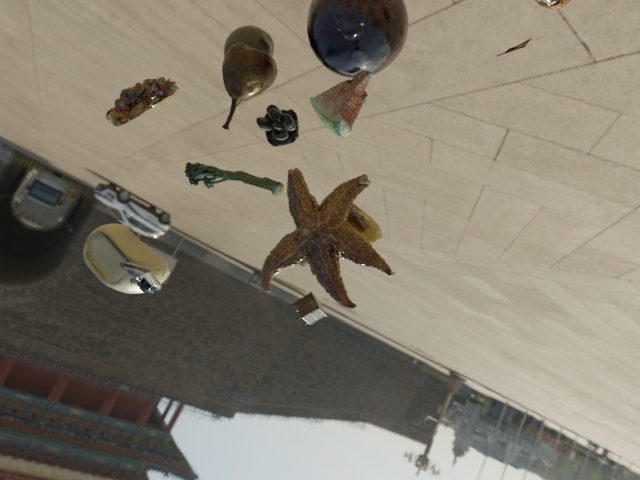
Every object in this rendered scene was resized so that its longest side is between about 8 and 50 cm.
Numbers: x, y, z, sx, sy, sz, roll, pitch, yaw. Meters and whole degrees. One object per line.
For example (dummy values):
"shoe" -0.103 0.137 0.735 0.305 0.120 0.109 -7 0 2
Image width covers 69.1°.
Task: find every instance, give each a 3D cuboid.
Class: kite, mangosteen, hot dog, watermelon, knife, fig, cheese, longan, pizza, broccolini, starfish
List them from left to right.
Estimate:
"cheese" -0.631 0.058 1.515 0.266 0.127 0.233 44 -167 8
"knife" -0.455 0.099 1.178 0.089 0.043 0.365 9 167 -14
"pizza" -0.422 -0.346 1.110 0.194 0.154 0.069 -19 116 25
"broccolini" -0.255 -0.164 1.308 0.392 0.073 0.079 19 -161 41
"fig" -0.282 -0.534 1.580 0.190 0.290 0.190 46 -173 -7
"longan" -0.271 -0.714 1.758 0.198 0.212 0.198 10 157 4
"starfish" 0.000 0.000 0.718 0.227 0.240 0.043 49 -171 7
"hot dog" 0.039 -0.042 1.801 0.185 0.222 0.405 -21 -176 -42
"watermelon" 0.048 -0.317 1.082 0.121 0.158 0.098 20 169 34
"mangosteen" 0.116 -0.659 1.433 0.306 0.305 0.359 26 -159 1
"kite" 0.639 -0.623 1.481 0.159 0.190 0.010 -14 111 35

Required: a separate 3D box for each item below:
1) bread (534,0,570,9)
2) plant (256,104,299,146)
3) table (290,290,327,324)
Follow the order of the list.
"bread" 0.494 -0.653 1.046 0.268 0.095 0.139 54 153 -5
"plant" -0.156 -0.451 1.811 0.274 0.147 0.148 -63 -46 -85
"table" -0.039 0.228 1.520 0.070 0.082 0.083 61 -177 32
